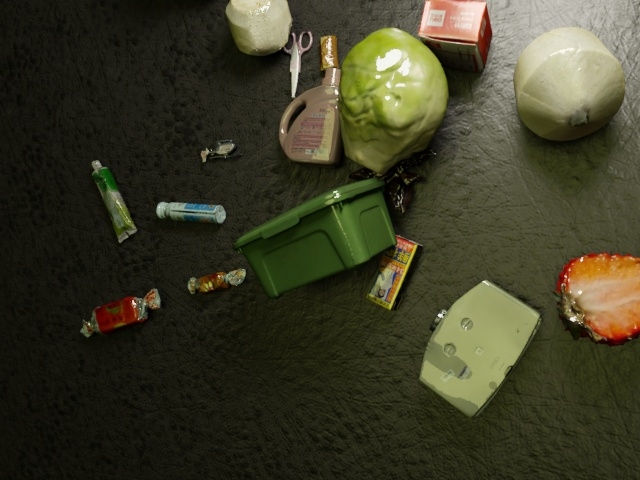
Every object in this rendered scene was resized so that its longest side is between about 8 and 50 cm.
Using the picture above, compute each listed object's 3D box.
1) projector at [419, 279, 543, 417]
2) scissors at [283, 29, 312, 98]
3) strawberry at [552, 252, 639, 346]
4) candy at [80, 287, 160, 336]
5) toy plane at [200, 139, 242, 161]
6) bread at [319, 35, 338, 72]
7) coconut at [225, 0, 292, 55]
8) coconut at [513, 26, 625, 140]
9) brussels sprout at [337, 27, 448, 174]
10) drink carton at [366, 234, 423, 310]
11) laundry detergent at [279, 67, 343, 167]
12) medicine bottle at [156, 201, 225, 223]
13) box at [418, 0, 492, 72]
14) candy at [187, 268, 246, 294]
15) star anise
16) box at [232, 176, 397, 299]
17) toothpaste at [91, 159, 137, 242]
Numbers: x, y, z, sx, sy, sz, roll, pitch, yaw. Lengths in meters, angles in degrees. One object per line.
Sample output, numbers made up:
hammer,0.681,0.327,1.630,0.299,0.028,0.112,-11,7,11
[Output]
projector,0.335,0.226,1.318,0.193,0.088,0.270,34,100,20
scissors,-0.063,-0.448,1.535,0.085,0.022,0.176,2,86,23
strawberry,0.589,0.118,1.223,0.236,0.111,0.190,-16,71,-3
candy,-0.562,0.208,1.690,0.292,0.059,0.086,-19,85,21
toy plane,-0.265,-0.239,1.605,0.120,0.031,0.049,-5,95,19
bread,0.020,-0.462,1.496,0.046,0.036,0.083,-5,88,18
coconut,-0.149,-0.542,1.506,0.160,0.162,0.161,-6,59,10
coconut,0.490,-0.305,1.201,0.202,0.202,0.222,-18,37,20
brussels sprout,0.144,-0.309,1.308,0.242,0.273,0.317,12,83,-20
drink carton,0.173,0.074,1.406,0.071,0.056,0.166,26,97,29
laundry detergent,-0.019,-0.302,1.483,0.171,0.076,0.237,6,90,22
medicine bottle,-0.349,-0.075,1.620,0.191,0.051,0.051,6,90,22
box,0.295,-0.445,1.311,0.133,0.182,0.099,15,93,18
candy,-0.280,0.110,1.588,0.181,0.046,0.053,-14,81,23
star anise,0.168,-0.135,1.415,0.212,0.053,0.157,0,84,21
box,0.000,0.000,1.355,0.328,0.252,0.178,-25,88,34
toothpaste,-0.597,-0.118,1.725,0.078,0.047,0.248,-31,80,22
